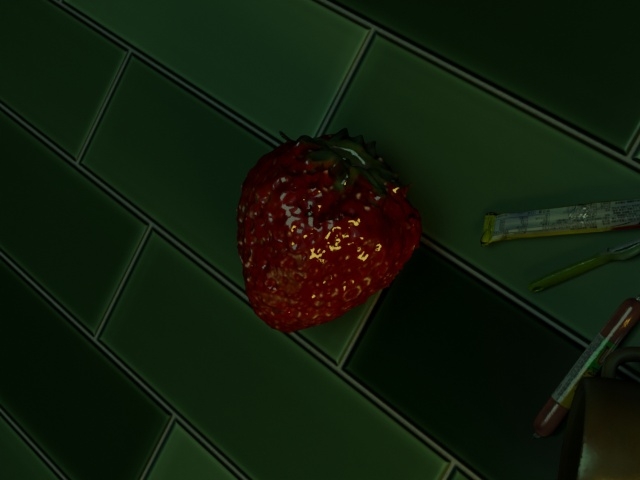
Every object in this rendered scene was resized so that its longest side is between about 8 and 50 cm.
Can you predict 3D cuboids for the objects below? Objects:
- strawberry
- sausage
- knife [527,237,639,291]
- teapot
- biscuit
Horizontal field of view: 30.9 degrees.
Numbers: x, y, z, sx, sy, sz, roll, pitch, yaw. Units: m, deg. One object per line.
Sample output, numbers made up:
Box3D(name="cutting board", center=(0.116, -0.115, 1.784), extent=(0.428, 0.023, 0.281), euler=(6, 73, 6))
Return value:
Box3D(name="strawberry", center=(0.000, 0.000, 1.548), extent=(0.257, 0.257, 0.277), euler=(43, 122, 33))
Box3D(name="sausage", center=(0.323, 0.155, 1.407), extent=(0.029, 0.029, 0.223), euler=(43, 107, 33))
Box3D(name="knife", center=(0.336, 0.028, 1.424), extent=(0.184, 0.022, 0.026), euler=(-26, 41, 30))
Box3D(name="teapot", center=(0.363, 0.242, 1.288), extent=(0.175, 0.185, 0.267), euler=(11, 62, 5))
Box3D(name="biscuit", center=(0.328, -0.027, 1.432), extent=(0.292, 0.026, 0.048), euler=(-5, 56, 36))
